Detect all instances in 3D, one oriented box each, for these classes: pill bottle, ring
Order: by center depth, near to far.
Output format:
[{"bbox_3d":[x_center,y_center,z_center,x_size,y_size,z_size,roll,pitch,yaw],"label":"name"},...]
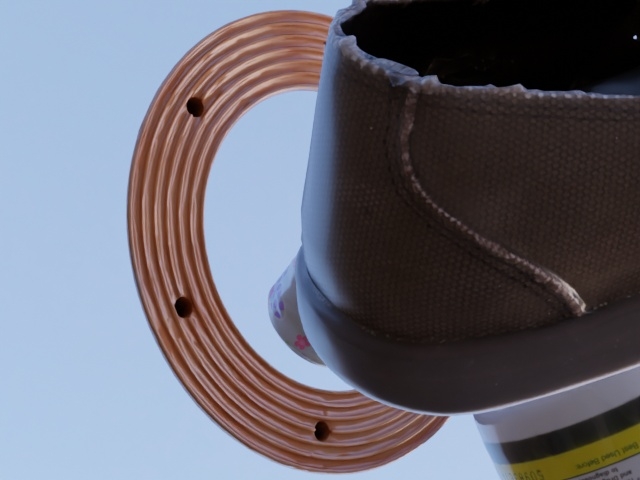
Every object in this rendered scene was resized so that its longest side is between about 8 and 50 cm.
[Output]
[{"bbox_3d":[0.254,0.223,1.036,0.188,0.188,0.334,-24,-89,27],"label":"pill bottle"},{"bbox_3d":[0.000,0.000,1.068,0.336,0.337,0.032,46,-35,-21],"label":"ring"}]

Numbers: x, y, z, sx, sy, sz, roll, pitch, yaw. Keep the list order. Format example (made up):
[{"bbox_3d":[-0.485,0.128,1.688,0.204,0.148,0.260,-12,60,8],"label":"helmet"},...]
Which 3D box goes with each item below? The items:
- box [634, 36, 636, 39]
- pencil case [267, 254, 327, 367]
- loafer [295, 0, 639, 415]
[{"bbox_3d":[0.177,-0.208,0.960,0.243,0.213,0.117,24,-83,0],"label":"box"},{"bbox_3d":[0.055,0.007,1.463,0.124,0.113,0.273,34,-54,-5],"label":"pencil case"},{"bbox_3d":[0.161,-0.062,0.453,0.365,0.134,0.130,-22,-53,-10],"label":"loafer"}]
